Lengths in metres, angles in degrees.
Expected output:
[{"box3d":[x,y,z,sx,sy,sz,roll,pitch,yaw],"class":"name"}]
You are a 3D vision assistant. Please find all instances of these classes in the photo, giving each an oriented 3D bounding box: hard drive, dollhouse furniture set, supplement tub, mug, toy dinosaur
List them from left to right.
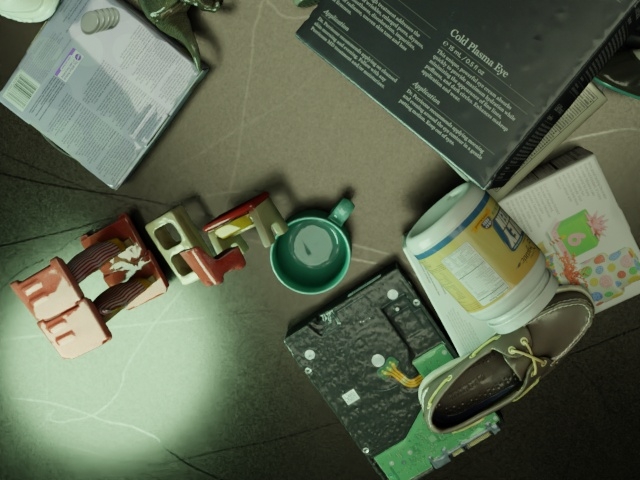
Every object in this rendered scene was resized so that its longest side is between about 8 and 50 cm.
[{"box3d":[-0.264,0.024,1.364,0.374,0.201,0.152,-26,101,27],"class":"dollhouse furniture set"},{"box3d":[-0.233,-0.416,1.367,0.160,0.121,0.313,-8,106,17],"class":"toy dinosaur"},{"box3d":[-0.001,0.009,1.442,0.158,0.097,0.129,-20,100,8],"class":"mug"},{"box3d":[0.127,0.236,1.503,0.237,0.064,0.339,-34,98,11],"class":"hard drive"},{"box3d":[0.242,0.027,1.307,0.144,0.144,0.199,-43,97,12],"class":"supplement tub"}]

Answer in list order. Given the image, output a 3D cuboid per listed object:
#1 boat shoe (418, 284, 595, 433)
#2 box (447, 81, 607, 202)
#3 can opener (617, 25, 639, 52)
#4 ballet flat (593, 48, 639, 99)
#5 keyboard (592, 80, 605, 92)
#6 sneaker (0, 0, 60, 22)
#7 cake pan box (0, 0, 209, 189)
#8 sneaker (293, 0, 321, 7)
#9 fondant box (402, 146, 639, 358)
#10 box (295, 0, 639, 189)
[{"box3d":[0.294,0.190,1.368,0.324,0.096,0.116,-36,100,11],"class":"boat shoe"},{"box3d":[0.295,-0.194,1.348,0.148,0.127,0.232,43,108,-8],"class":"box"},{"box3d":[0.504,-0.310,1.360,0.186,0.073,0.059,17,65,-3],"class":"can opener"},{"box3d":[0.537,-0.243,1.319,0.280,0.095,0.096,18,124,-18],"class":"ballet flat"},{"box3d":[0.331,-0.284,1.393,0.256,0.014,0.072,16,104,0],"class":"keyboard"},{"box3d":[-0.538,-0.424,1.352,0.292,0.118,0.110,27,102,7],"class":"sneaker"},{"box3d":[-0.354,-0.251,1.424,0.246,0.070,0.267,37,103,-3],"class":"cake pan box"},{"box3d":[0.044,-0.453,1.340,0.222,0.083,0.118,-20,93,4],"class":"sneaker"},{"box3d":[0.332,0.031,1.425,0.330,0.096,0.238,-26,100,11],"class":"fondant box"},{"box3d":[0.206,-0.294,1.191,0.343,0.179,0.312,42,107,12],"class":"box"}]
